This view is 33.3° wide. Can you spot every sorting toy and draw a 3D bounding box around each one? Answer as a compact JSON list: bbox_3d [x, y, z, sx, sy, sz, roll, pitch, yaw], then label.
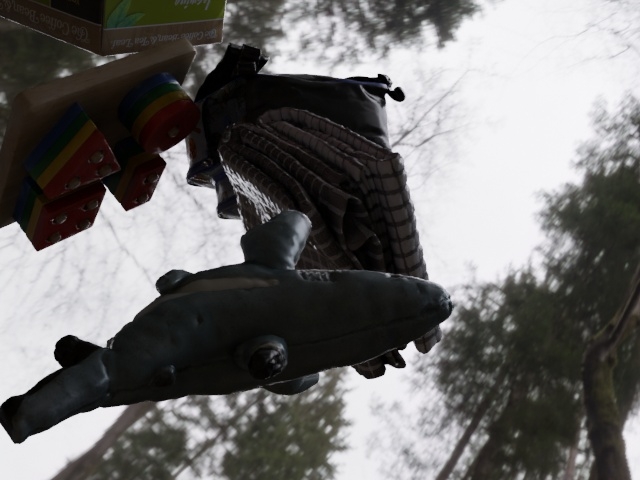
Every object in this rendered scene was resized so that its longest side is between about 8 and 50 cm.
[{"bbox_3d":[-0.278,-0.112,1.368,0.089,0.257,0.255,51,-40,13],"label":"sorting toy"}]

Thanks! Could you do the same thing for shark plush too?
[{"bbox_3d":[-0.031,0.029,0.366,0.067,0.161,0.073,14,-80,48],"label":"shark plush"}]

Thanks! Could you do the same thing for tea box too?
[{"bbox_3d":[-0.301,-0.443,1.411,0.329,0.220,0.324,26,-62,34],"label":"tea box"}]

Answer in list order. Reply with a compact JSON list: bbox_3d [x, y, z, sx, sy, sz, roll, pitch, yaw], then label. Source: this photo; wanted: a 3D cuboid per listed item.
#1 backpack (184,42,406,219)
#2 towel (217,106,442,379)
[{"bbox_3d":[-0.059,-0.132,1.469,0.263,0.276,0.213,-3,-98,55],"label":"backpack"},{"bbox_3d":[0.000,0.000,1.166,0.283,0.121,0.235,36,-34,56],"label":"towel"}]
